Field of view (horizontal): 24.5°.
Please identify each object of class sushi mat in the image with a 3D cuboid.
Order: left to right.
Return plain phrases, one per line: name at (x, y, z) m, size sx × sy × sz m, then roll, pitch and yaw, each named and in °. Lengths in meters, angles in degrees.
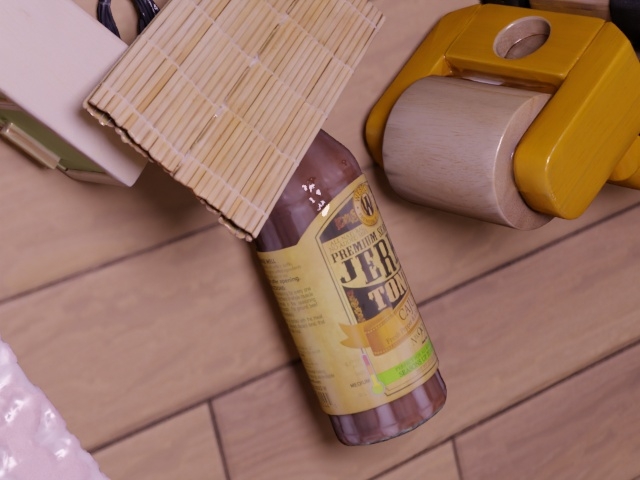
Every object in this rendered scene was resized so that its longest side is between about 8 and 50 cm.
sushi mat at (-0.054, -0.139, 1.123) m, size 0.151 × 0.019 × 0.316 m, roll 42°, pitch 42°, yaw -13°

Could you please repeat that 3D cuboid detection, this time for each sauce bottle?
sauce bottle at (0.000, 0.000, 1.225) m, size 0.111 × 0.111 × 0.344 m, roll -30°, pitch 105°, yaw -29°

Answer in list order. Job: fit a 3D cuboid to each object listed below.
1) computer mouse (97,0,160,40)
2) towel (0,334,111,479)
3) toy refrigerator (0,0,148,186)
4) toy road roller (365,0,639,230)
computer mouse at (-0.144, -0.242, 1.145) m, size 0.071 × 0.041 × 0.242 m, roll -3°, pitch 106°, yaw -11°
towel at (-0.312, 0.215, 1.042) m, size 0.317 × 0.053 × 0.332 m, roll -39°, pitch 105°, yaw -25°
toy refrigerator at (-0.236, -0.145, 1.050) m, size 0.269 × 0.102 × 0.094 m, roll 38°, pitch 74°, yaw -33°
toy road roller at (0.226, -0.111, 1.330) m, size 0.329 × 0.202 × 0.240 m, roll -51°, pitch 131°, yaw -21°
